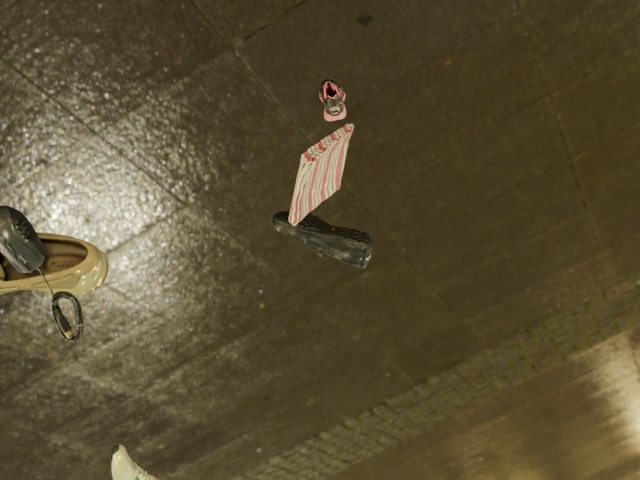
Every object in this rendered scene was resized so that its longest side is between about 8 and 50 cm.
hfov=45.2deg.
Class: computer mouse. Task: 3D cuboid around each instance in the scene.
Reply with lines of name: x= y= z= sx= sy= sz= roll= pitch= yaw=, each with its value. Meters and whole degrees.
computer mouse: x=-0.441 y=0.056 z=1.188 sx=0.071 sy=0.242 sz=0.041 roll=-28 pitch=-172 yaw=17

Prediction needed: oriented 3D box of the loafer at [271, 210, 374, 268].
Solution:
loafer: x=0.000 y=0.000 z=1.598 sx=0.223 sy=0.076 sz=0.078 roll=19 pitch=119 yaw=10

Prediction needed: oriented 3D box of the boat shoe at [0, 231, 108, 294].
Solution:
boat shoe: x=-0.530 y=0.029 z=1.260 sx=0.341 sy=0.121 sz=0.110 roll=-3 pitch=161 yaw=-4

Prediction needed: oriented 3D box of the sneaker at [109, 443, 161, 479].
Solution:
sneaker: x=-0.295 y=0.396 z=1.266 sx=0.075 sy=0.057 sz=0.161 roll=-12 pitch=114 yaw=-5

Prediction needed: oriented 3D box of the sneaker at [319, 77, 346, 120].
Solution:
sneaker: x=0.019 y=-0.262 z=1.356 sx=0.047 sy=0.119 sz=0.057 roll=-15 pitch=130 yaw=2

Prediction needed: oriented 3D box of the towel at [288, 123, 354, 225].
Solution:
towel: x=0.007 y=-0.123 z=1.423 sx=0.197 sy=0.029 sz=0.144 roll=-42 pitch=152 yaw=-52
